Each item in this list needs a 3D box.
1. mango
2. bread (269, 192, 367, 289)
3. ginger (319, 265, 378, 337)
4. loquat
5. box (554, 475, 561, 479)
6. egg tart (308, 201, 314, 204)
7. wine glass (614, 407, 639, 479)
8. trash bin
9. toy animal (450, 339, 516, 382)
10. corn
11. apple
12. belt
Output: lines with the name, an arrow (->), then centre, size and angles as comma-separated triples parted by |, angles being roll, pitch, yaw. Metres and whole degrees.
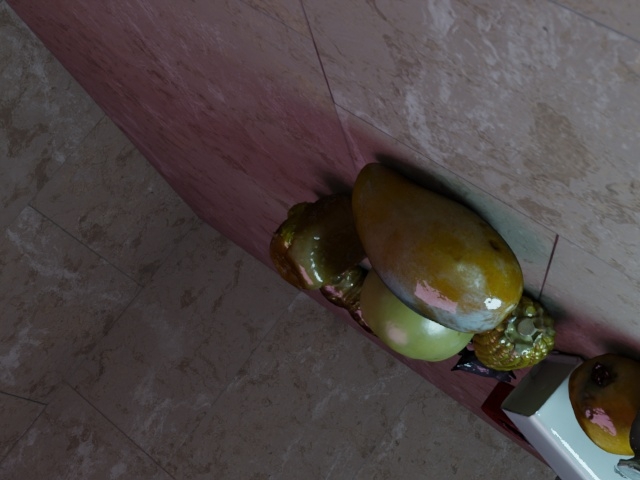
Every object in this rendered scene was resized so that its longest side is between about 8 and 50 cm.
mango -> 0.186, 0.011, 1.316 | 0.384, 0.199, 0.221 | 47, 180, 24
bread -> 0.008, -0.015, 1.740 | 0.195, 0.246, 0.176 | 5, 121, 60
ginger -> 0.138, 0.190, 2.392 | 0.357, 0.152, 0.274 | 37, 170, 12
loquat -> 0.557, 0.304, 1.409 | 0.187, 0.176, 0.234 | -1, 147, 48
box -> 0.744, 0.598, 1.903 | 0.225, 0.225, 0.117 | 25, 164, 49
egg tart -> 0.000, 0.001, 1.933 | 0.212, 0.090, 0.212 | 33, -143, -30
wine glass -> 0.577, 0.313, 1.253 | 0.111, 0.204, 0.111 | 33, 166, 9
trash bin -> 0.586, 0.450, 1.664 | 0.367, 0.296, 0.256 | 45, 171, -5
toy animal -> 0.450, 0.355, 2.162 | 0.210, 0.117, 0.121 | 37, 164, 15
corn -> 0.397, 0.200, 1.590 | 0.144, 0.144, 0.387 | 36, 175, 11
apple -> 0.209, 0.116, 1.538 | 0.262, 0.262, 0.262 | 36, 170, 7
belt -> 0.677, 0.590, 2.430 | 0.324, 0.115, 0.227 | 34, 170, 19
